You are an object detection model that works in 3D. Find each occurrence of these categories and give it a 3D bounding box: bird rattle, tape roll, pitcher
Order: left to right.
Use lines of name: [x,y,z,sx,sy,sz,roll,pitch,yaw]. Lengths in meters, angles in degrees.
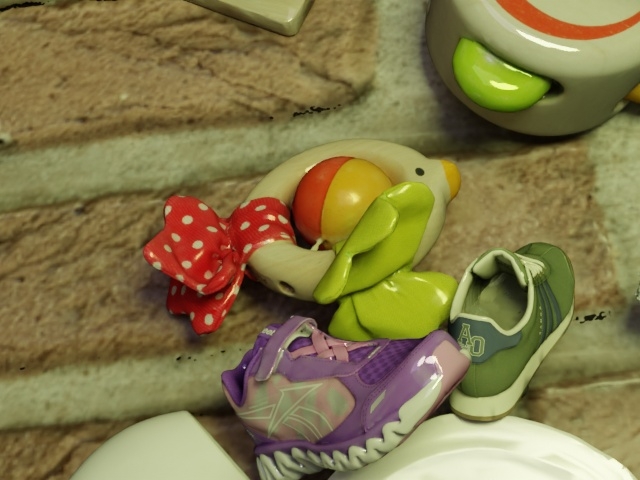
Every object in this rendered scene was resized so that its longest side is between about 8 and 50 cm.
pitcher: [-0.142,0.217,0.843,0.207,0.178,0.125,-42,90,-9]
bird rattle: [0.000,0.000,0.955,0.253,0.143,0.207,5,43,38]
tape roll: [0.110,0.266,0.833,0.286,0.100,0.286,-2,68,6]

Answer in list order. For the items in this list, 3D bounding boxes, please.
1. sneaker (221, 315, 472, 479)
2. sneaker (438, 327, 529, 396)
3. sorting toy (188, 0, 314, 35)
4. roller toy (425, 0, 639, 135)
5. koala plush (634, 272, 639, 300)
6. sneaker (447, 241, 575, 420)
sneaker: [0.003,0.096,0.838,0.095,0.236,0.104,-35,93,-36]
sneaker: [0.107,0.089,0.936,0.109,0.040,0.044,19,70,14]
sorting toy: [-0.088,-0.347,1.108,0.257,0.089,0.255,22,72,15]
roller toy: [0.185,-0.187,0.980,0.209,0.146,0.191,-12,71,-8]
koala plush: [0.353,0.019,0.866,0.221,0.203,0.196,30,74,29]
sneaker: [0.139,0.037,0.881,0.064,0.086,0.192,8,36,25]
